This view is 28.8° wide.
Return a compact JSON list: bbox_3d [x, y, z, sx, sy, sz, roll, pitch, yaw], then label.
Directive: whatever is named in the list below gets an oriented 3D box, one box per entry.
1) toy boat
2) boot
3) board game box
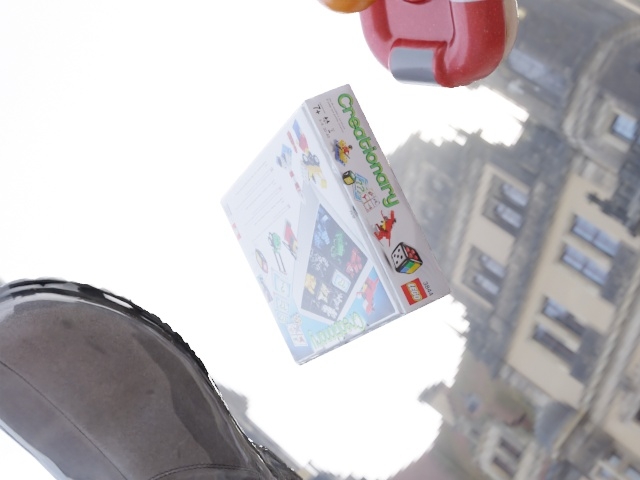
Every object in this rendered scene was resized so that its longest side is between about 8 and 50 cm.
[{"bbox_3d":[0.054,-0.222,0.972,0.151,0.151,0.231,-27,-65,-34],"label":"toy boat"},{"bbox_3d":[-0.081,0.175,0.748,0.118,0.222,0.338,-43,-61,11],"label":"boot"},{"bbox_3d":[0.000,0.000,1.135,0.053,0.193,0.305,-24,-5,-22],"label":"board game box"}]
